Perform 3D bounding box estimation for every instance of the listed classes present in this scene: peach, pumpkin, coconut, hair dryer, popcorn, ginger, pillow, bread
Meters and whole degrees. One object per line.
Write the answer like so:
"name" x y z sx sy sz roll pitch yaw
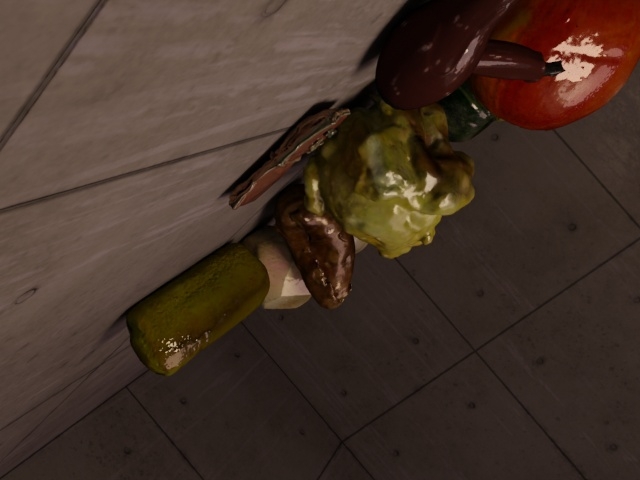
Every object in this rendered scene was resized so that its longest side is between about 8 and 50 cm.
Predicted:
"peach" 0.453 -0.392 1.324 0.373 0.373 0.289 -42 -153 24
"pumpkin" 0.370 -0.356 1.630 0.300 0.207 0.300 -41 176 -3
"coconut" -0.097 0.063 1.781 0.237 0.237 0.197 -35 147 -67
"hair dryer" 0.271 -0.286 0.989 0.341 0.123 0.312 -4 162 -34
"popcorn" 0.121 -0.123 1.298 0.312 0.312 0.312 -40 178 -2
"ginger" 0.000 0.000 1.613 0.165 0.321 0.172 -8 -146 25
"pillow" -0.052 -0.133 1.110 0.232 0.043 0.126 -40 179 21
"bread" -0.245 0.137 1.504 0.112 0.166 0.383 -16 -166 41

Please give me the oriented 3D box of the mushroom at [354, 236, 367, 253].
"mushroom" 0.030 -0.082 1.803 0.243 0.243 0.243 -40 178 -2
